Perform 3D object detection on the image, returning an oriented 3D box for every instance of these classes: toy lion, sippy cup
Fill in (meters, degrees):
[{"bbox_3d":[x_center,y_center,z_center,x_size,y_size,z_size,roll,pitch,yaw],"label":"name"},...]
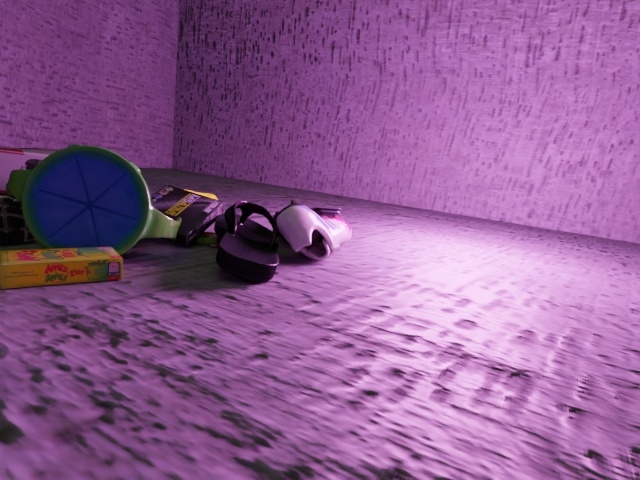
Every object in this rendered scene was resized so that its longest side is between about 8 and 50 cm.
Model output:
[{"bbox_3d":[-0.309,-0.008,1.171,0.095,0.034,0.100,0,11,2],"label":"toy lion"},{"bbox_3d":[-0.482,-0.074,0.961,0.240,0.306,0.224,-38,10,-10],"label":"sippy cup"}]

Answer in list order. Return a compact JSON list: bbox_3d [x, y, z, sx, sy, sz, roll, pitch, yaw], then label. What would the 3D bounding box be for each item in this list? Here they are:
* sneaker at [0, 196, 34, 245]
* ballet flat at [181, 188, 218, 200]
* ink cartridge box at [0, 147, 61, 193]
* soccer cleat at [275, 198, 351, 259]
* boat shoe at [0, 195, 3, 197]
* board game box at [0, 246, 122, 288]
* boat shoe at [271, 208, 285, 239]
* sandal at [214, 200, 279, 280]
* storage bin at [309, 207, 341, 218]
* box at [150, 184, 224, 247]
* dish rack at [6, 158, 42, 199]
[{"bbox_3d":[-0.756,-0.047,0.932,0.278,0.108,0.118,2,3,-34],"label":"sneaker"},{"bbox_3d":[-0.491,-0.150,1.676,0.230,0.077,0.077,-2,30,-43],"label":"ballet flat"},{"bbox_3d":[-1.069,-0.272,1.715,0.278,0.161,0.385,5,11,-8],"label":"ink cartridge box"},{"bbox_3d":[0.000,0.000,1.157,0.331,0.116,0.143,17,42,-58],"label":"soccer cleat"},{"bbox_3d":[-0.902,-0.095,1.114,0.254,0.096,0.079,20,4,20],"label":"boat shoe"},{"bbox_3d":[-0.460,0.045,0.778,0.181,0.043,0.092,-2,14,-37],"label":"board game box"},{"bbox_3d":[-0.102,-0.047,1.313,0.092,0.103,0.285,2,7,2],"label":"boat shoe"},{"bbox_3d":[-0.164,-0.023,1.058,0.167,0.107,0.446,16,11,-17],"label":"sandal"},{"bbox_3d":[0.010,-0.052,1.360,0.098,0.091,0.135,2,1,-21],"label":"storage bin"},{"bbox_3d":[-0.382,-0.071,1.164,0.183,0.045,0.191,16,35,13],"label":"box"},{"bbox_3d":[-0.810,-0.146,1.316,0.208,0.074,0.272,3,43,-16],"label":"dish rack"}]
